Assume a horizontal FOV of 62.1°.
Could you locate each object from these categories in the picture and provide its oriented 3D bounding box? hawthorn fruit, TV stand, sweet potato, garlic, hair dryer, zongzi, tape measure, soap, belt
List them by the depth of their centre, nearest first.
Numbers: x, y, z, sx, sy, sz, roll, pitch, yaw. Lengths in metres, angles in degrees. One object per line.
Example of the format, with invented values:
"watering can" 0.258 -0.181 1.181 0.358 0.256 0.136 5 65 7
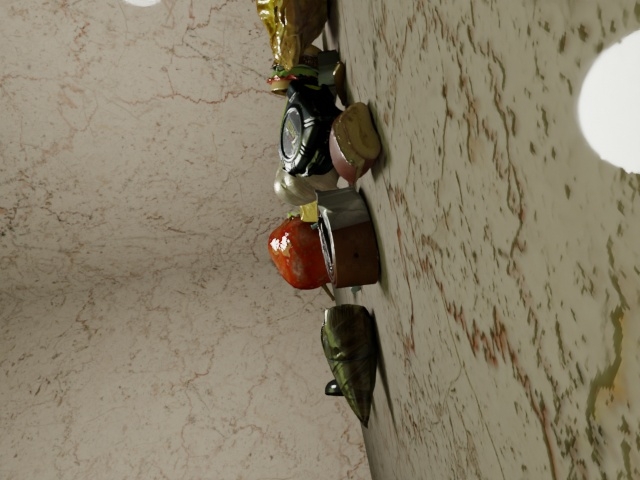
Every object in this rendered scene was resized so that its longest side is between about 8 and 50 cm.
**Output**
"sweet potato" 0.039 -0.323 1.085 0.115 0.026 0.026 79 180 -59
"belt" 0.051 -0.011 1.117 0.261 0.105 0.184 -100 3 -52
"tape measure" -0.020 -0.234 1.153 0.186 0.112 0.199 -65 34 35
"TV stand" 0.014 -0.373 1.243 0.256 0.048 0.040 101 161 -87
"garlic" 0.003 -0.160 1.356 0.212 0.218 0.219 39 -162 -23
"zongzi" 0.086 0.324 1.395 0.286 0.138 0.300 76 -177 -77
"soap" 0.000 -0.115 1.660 0.232 0.140 0.073 -107 4 -77
"hair dryer" 0.077 0.365 1.775 0.284 0.155 0.320 47 -139 -74
"hawthorn fruit" -0.021 0.060 1.824 0.287 0.287 0.330 -112 -2 -83

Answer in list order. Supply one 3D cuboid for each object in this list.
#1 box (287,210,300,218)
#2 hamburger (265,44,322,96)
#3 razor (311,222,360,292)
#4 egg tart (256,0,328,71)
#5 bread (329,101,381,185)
"box" -0.023 -0.017 2.111 0.260 0.194 0.111 -103 4 -54
"hamburger" -0.060 -0.458 1.421 0.175 0.175 0.137 -117 29 -85
"razor" 0.063 0.040 1.610 0.056 0.111 0.278 61 -173 -56
"egg tart" -0.062 -0.550 1.158 0.352 0.150 0.352 168 90 -83
"bread" 0.050 -0.157 0.860 0.192 0.067 0.119 102 159 -85
